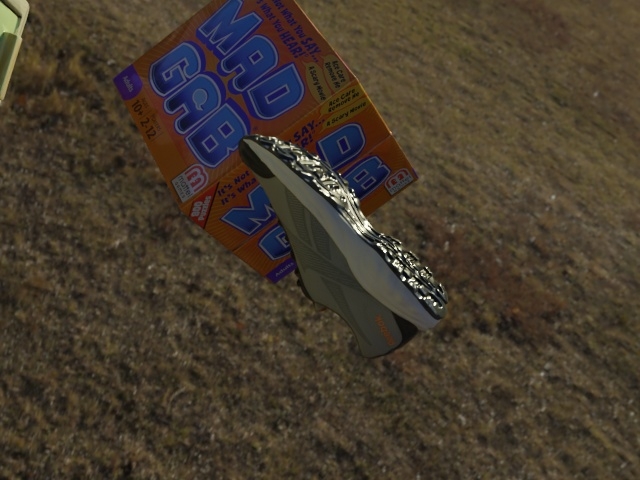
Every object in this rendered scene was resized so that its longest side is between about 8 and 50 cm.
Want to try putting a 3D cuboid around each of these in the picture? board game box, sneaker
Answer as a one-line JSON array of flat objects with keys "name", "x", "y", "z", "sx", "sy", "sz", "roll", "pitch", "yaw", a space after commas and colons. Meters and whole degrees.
[{"name": "board game box", "x": -0.097, "y": -0.207, "z": 1.522, "sx": 0.356, "sy": 0.356, "sz": 0.356, "roll": 57, "pitch": 7, "yaw": 33}, {"name": "sneaker", "x": 0.000, "y": 0.000, "z": 0.800, "sx": 0.271, "sy": 0.108, "sz": 0.100, "roll": 50, "pitch": 22, "yaw": 15}]

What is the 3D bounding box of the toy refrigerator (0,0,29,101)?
[{"name": "toy refrigerator", "x": -0.292, "y": -0.064, "z": 0.567, "sx": 0.094, "sy": 0.270, "sz": 0.102, "roll": 16, "pitch": -3, "yaw": -3}]
